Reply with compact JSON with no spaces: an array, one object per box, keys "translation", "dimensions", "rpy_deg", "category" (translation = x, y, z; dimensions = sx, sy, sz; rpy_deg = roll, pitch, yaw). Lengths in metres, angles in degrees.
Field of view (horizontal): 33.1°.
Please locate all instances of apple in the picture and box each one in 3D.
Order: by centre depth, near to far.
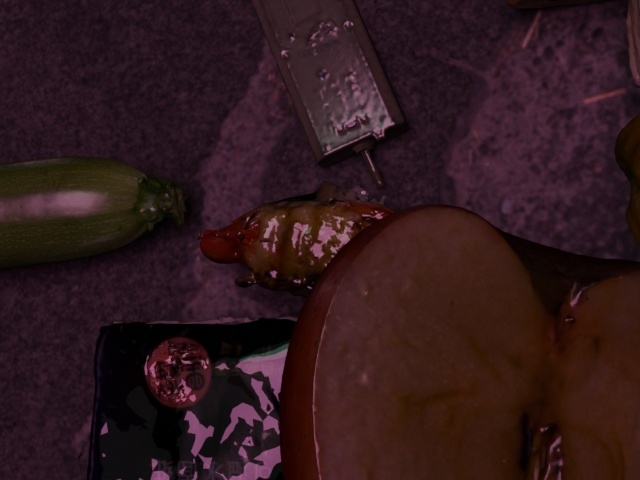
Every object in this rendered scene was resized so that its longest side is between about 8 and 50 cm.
[{"translation":[0.142,0.162,0.800],"dimensions":[0.329,0.295,0.364],"rpy_deg":[-1,79,21],"category":"apple"}]

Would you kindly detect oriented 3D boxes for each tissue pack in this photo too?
[{"translation":[-0.081,0.231,0.934],"dimensions":[0.245,0.123,0.332],"rpy_deg":[-1,82,17],"category":"tissue pack"}]

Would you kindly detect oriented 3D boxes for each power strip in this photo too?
[{"translation":[0.007,-0.169,1.017],"dimensions":[0.092,0.034,0.267],"rpy_deg":[-24,76,9],"category":"power strip"}]

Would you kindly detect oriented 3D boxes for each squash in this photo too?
[{"translation":[-0.322,-0.022,1.045],"dimensions":[0.395,0.107,0.107],"rpy_deg":[-4,81,13],"category":"squash"}]

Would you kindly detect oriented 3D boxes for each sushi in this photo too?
[{"translation":[0.001,-0.002,0.966],"dimensions":[0.226,0.103,0.097],"rpy_deg":[4,110,12],"category":"sushi"}]

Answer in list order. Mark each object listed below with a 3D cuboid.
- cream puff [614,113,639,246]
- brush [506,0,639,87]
[{"translation":[0.354,-0.036,0.713],"dimensions":[0.274,0.323,0.270],"rpy_deg":[30,125,-21],"category":"cream puff"},{"translation":[0.277,-0.208,0.896],"dimensions":[0.267,0.174,0.166],"rpy_deg":[-7,88,34],"category":"brush"}]
